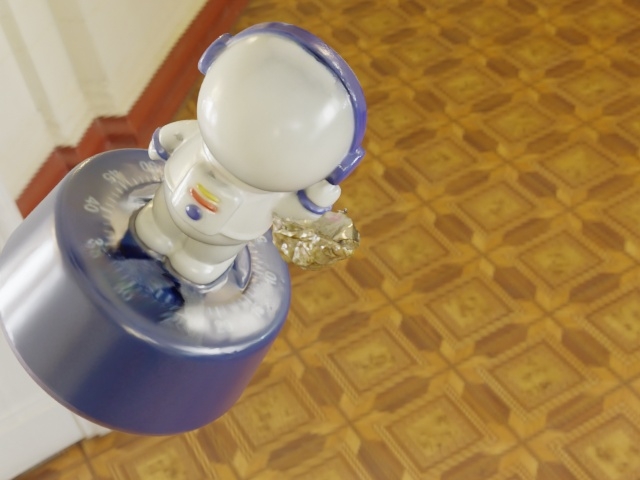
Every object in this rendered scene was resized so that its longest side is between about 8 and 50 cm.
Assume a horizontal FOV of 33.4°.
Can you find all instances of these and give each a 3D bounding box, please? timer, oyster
[{"bbox_3d":[-0.093,-0.030,0.936,0.270,0.383,0.270,24,41,-23],"label":"timer"},{"bbox_3d":[-0.003,0.000,0.628,0.051,0.034,0.093,1,9,6],"label":"oyster"}]
